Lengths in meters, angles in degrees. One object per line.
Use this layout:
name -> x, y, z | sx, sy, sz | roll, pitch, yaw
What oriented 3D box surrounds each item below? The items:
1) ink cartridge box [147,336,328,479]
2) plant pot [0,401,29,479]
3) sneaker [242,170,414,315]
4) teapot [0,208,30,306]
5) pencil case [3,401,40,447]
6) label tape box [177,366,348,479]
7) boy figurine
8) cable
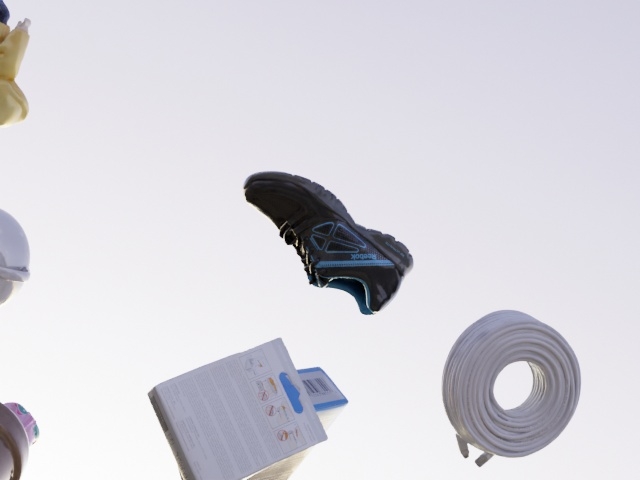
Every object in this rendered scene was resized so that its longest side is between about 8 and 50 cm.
ink cartridge box -> -0.100, 0.212, 1.314 | 0.145, 0.179, 0.045 | 64, -33, 12
plant pot -> -0.688, 0.436, 1.984 | 0.263, 0.229, 0.263 | 1, -61, 2
sneaker -> 0.000, 0.000, 1.932 | 0.341, 0.139, 0.125 | 31, -24, -2
teapot -> -0.745, 0.036, 2.280 | 0.256, 0.252, 0.187 | -32, -14, 16
pencil case -> -0.694, 0.450, 2.272 | 0.124, 0.284, 0.124 | 4, -70, 12
label tape box -> -0.132, 0.390, 2.005 | 0.106, 0.241, 0.333 | 48, -64, 27
boy figurine -> -0.588, -0.343, 1.978 | 0.177, 0.285, 0.092 | -22, -14, 25
cable -> 0.337, 0.256, 1.935 | 0.257, 0.257, 0.089 | 66, -13, -13
